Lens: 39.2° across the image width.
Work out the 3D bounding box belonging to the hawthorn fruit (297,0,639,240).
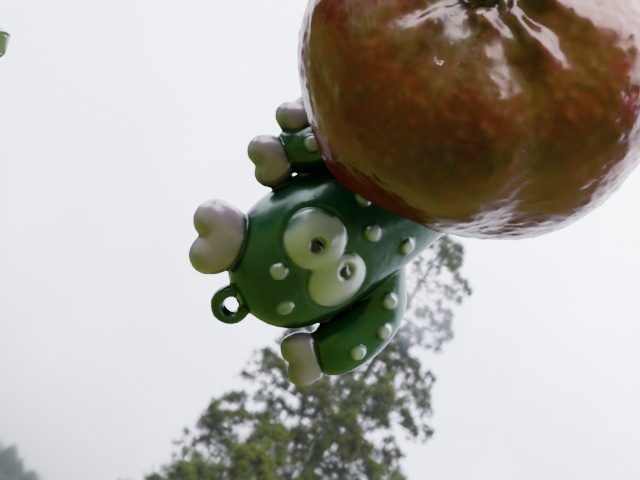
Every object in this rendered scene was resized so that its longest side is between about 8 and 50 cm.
[{"bbox_3d":[0.129,-0.114,0.748,0.287,0.287,0.330,24,-21,16],"label":"hawthorn fruit"}]

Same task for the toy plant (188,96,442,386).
[{"bbox_3d":[0.001,0.005,0.846,0.232,0.243,0.112,38,-3,-20],"label":"toy plant"}]

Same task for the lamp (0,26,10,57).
[{"bbox_3d":[-0.463,-0.351,1.249,0.050,0.198,0.056,0,-23,-28],"label":"lamp"}]
